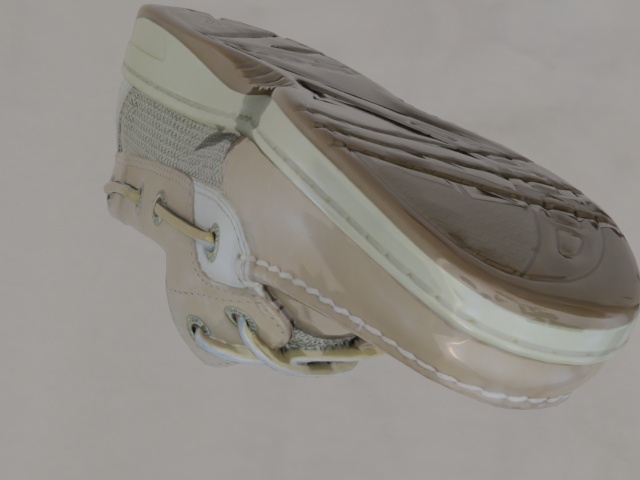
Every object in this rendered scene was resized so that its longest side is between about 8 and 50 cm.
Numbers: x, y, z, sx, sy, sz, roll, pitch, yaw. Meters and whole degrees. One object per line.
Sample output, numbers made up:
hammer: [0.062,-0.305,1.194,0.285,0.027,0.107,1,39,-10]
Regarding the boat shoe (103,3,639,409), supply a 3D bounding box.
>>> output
boat shoe: [0.000,0.000,0.623,0.109,0.302,0.098,13,102,-29]
